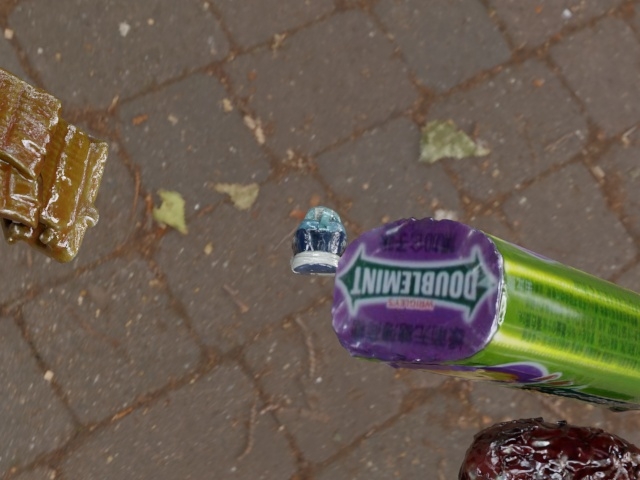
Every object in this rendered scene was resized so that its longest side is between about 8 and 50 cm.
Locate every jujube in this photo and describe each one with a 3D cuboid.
[{"bbox_3d":[0.202,0.202,0.942,0.165,0.104,0.104,5,67,1],"label":"jujube"}]

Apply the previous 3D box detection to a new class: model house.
[{"bbox_3d":[-0.403,-0.111,1.376,0.229,0.219,0.200,37,66,-46],"label":"model house"}]

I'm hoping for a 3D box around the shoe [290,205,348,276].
[{"bbox_3d":[0.000,0.000,1.137,0.063,0.143,0.071,5,93,4],"label":"shoe"}]

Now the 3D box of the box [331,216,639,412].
[{"bbox_3d":[0.167,0.064,0.803,0.345,0.134,0.097,17,74,-46],"label":"box"}]
